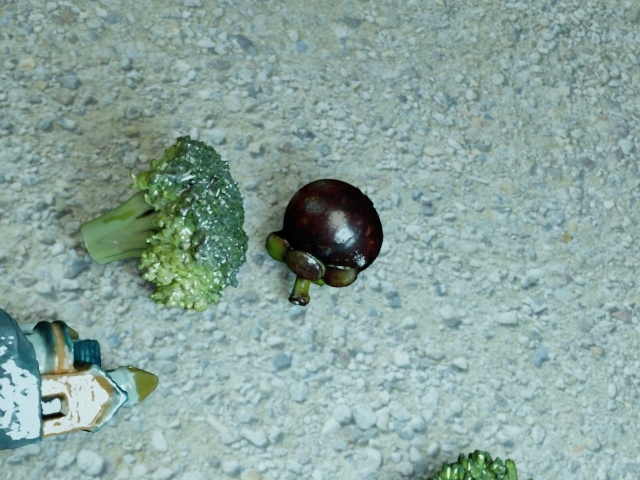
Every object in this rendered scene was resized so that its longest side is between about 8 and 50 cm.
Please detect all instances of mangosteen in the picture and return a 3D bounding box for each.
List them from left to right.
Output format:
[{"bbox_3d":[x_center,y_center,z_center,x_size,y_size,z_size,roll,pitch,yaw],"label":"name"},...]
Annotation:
[{"bbox_3d":[0.004,-0.009,1.492,0.184,0.172,0.172,-24,79,-2],"label":"mangosteen"}]

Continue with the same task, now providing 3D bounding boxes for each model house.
[{"bbox_3d":[-0.358,0.176,1.300,0.291,0.253,0.184,2,83,-35],"label":"model house"}]

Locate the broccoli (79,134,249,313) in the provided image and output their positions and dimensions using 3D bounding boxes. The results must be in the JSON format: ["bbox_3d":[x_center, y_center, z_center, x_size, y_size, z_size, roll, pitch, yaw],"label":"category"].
[{"bbox_3d":[-0.231,-0.022,1.436,0.243,0.263,0.247,-14,40,5],"label":"broccoli"}]

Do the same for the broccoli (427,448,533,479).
[{"bbox_3d":[0.236,0.481,1.360,0.334,0.272,0.324,16,107,-17],"label":"broccoli"}]
